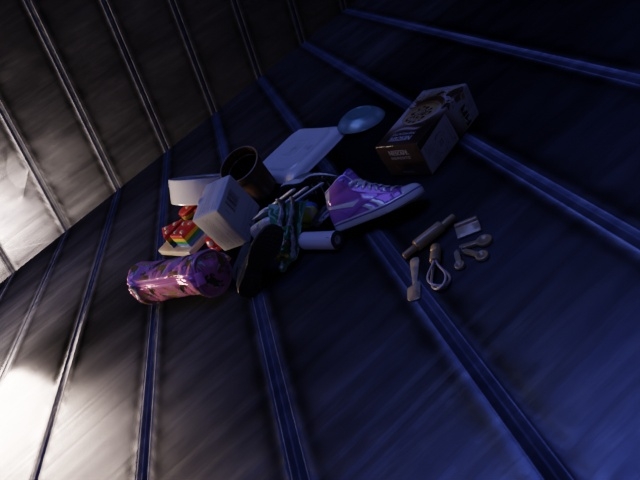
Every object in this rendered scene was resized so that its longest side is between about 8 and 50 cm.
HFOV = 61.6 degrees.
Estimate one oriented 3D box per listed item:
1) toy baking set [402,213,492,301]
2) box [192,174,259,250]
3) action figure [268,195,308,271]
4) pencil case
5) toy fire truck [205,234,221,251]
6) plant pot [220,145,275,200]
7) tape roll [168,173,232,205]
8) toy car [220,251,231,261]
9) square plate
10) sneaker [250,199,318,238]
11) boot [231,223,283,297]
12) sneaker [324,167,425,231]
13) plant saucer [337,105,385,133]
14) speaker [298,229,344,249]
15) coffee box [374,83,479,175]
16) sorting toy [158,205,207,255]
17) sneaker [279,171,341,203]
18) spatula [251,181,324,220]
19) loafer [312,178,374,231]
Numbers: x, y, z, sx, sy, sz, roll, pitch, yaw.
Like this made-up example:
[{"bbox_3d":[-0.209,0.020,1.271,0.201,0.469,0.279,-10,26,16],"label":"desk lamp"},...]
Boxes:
[{"bbox_3d":[0.278,0.028,1.244,0.256,0.030,0.196,-36,29,-1],"label":"toy baking set"},{"bbox_3d":[-0.326,-0.095,1.882,0.119,0.182,0.180,-17,43,29],"label":"box"},{"bbox_3d":[-0.105,-0.016,1.609,0.137,0.063,0.232,-9,68,24],"label":"action figure"},{"bbox_3d":[-0.465,0.122,1.757,0.387,0.160,0.167,-10,46,37],"label":"pencil case"},{"bbox_3d":[-0.378,-0.065,1.959,0.047,0.135,0.192,-15,35,33],"label":"toy fire truck"},{"bbox_3d":[-0.264,-0.244,2.042,0.167,0.165,0.166,-16,54,23],"label":"plant pot"},{"bbox_3d":[-0.459,-0.207,2.147,0.287,0.100,0.286,-4,12,1],"label":"tape roll"},{"bbox_3d":[-0.363,0.082,1.826,0.122,0.040,0.060,-39,29,-6],"label":"toy car"},{"bbox_3d":[-0.094,-0.359,2.180,0.347,0.049,0.344,-47,31,-20],"label":"square plate"},{"bbox_3d":[-0.108,-0.065,1.745,0.240,0.091,0.126,-13,23,22],"label":"sneaker"},{"bbox_3d":[-0.203,0.037,1.601,0.246,0.084,0.161,-63,29,13],"label":"boot"},{"bbox_3d":[0.136,-0.139,1.484,0.282,0.160,0.102,-20,0,24],"label":"sneaker"},{"bbox_3d":[0.151,-0.478,2.072,0.195,0.037,0.194,-15,35,11],"label":"plant saucer"},{"bbox_3d":[0.000,0.000,1.552,0.136,0.055,0.055,-2,43,46],"label":"speaker"},{"bbox_3d":[0.326,-0.335,1.634,0.168,0.118,0.297,6,49,49],"label":"coffee box"},{"bbox_3d":[-0.522,-0.061,2.151,0.256,0.089,0.257,1,46,47],"label":"sorting toy"},{"bbox_3d":[-0.019,-0.196,1.817,0.272,0.100,0.108,-2,36,44],"label":"sneaker"},{"bbox_3d":[-0.107,-0.126,1.750,0.168,0.019,0.242,-16,-8,-42],"label":"spatula"},{"bbox_3d":[0.065,-0.112,1.625,0.223,0.076,0.078,-40,37,-1],"label":"loafer"}]
